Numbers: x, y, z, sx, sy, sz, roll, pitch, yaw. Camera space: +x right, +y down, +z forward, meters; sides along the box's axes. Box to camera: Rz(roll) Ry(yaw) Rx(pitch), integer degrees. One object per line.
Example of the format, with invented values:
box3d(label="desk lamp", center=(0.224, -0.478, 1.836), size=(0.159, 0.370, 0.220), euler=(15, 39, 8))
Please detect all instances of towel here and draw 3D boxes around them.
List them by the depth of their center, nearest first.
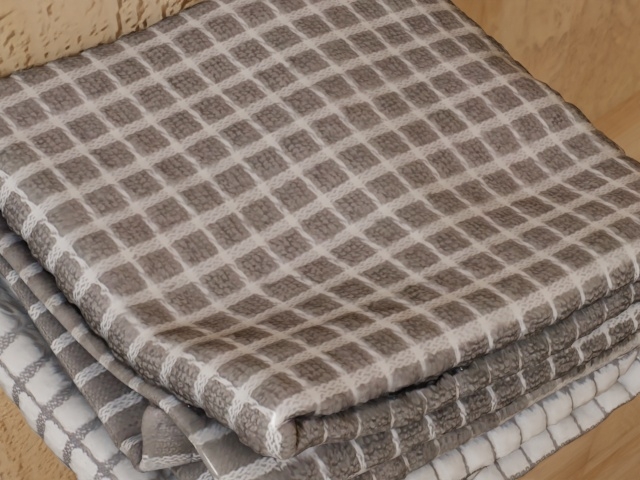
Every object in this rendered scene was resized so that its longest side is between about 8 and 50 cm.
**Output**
box3d(label="towel", center=(0.000, 0.000, 0.762), size=(0.283, 0.235, 0.121), euler=(-24, 148, -37))
